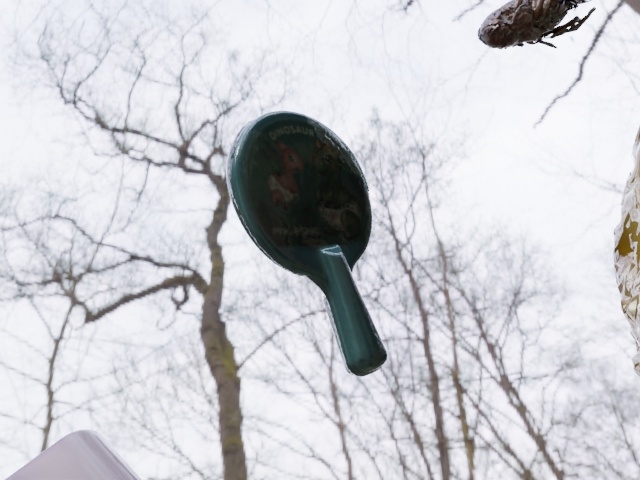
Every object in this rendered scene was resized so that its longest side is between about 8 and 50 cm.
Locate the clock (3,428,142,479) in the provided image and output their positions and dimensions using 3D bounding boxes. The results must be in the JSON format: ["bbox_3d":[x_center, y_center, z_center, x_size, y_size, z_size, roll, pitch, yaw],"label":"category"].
[{"bbox_3d":[-0.107,0.189,0.360,0.150,0.063,0.197,-36,-44,-22],"label":"clock"}]

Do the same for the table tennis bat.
[{"bbox_3d":[0.000,0.000,0.619,0.124,0.201,0.033,-12,-13,-41],"label":"table tennis bat"}]

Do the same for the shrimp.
[{"bbox_3d":[0.299,-0.304,1.173,0.190,0.073,0.075,-19,-33,-19],"label":"shrimp"}]

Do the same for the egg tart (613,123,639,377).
[{"bbox_3d":[0.190,-0.025,0.300,0.129,0.341,0.341,15,-46,5],"label":"egg tart"}]
